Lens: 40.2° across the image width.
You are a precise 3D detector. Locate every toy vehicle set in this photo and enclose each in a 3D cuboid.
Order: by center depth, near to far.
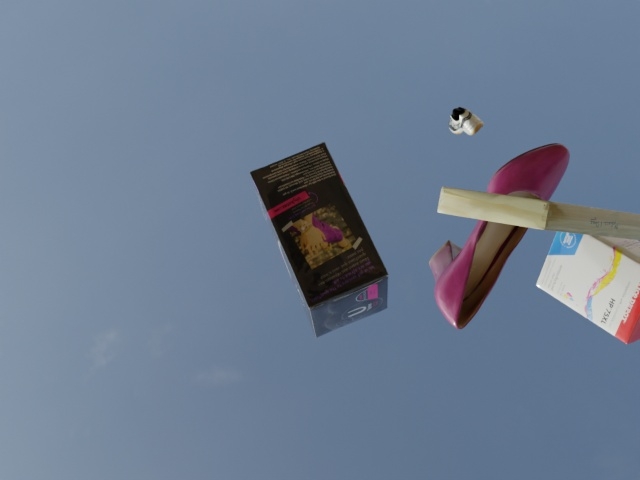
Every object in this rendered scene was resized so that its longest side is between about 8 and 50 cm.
[{"bbox_3d":[0.308,-0.035,1.177,0.267,0.035,0.166,4,-174,-42],"label":"toy vehicle set"}]

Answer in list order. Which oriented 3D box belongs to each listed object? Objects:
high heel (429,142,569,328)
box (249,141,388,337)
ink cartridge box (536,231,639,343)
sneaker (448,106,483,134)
[{"bbox_3d":[0.349,-0.003,1.627,0.127,0.377,0.181,19,-146,-25],"label":"high heel"},{"bbox_3d":[0.000,0.000,1.479,0.143,0.165,0.270,-22,-112,-5],"label":"box"},{"bbox_3d":[0.477,0.068,1.402,0.078,0.134,0.231,-13,-143,-41],"label":"ink cartridge box"},{"bbox_3d":[0.187,-0.163,1.163,0.037,0.083,0.032,45,-95,-15],"label":"sneaker"}]
